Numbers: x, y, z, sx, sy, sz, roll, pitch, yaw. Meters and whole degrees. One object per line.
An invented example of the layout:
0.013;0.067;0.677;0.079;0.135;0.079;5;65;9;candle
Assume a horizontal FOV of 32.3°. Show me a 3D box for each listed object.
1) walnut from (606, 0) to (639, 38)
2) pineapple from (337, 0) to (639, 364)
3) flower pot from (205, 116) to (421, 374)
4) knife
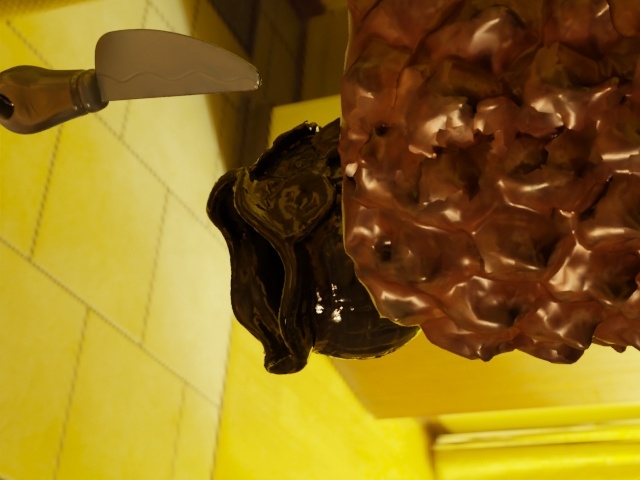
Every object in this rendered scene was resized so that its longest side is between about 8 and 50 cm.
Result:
0.115;-0.109;0.264;0.143;0.069;0.170;176;-99;-72;walnut
0.195;-0.055;0.458;0.223;0.357;0.223;0;90;-67;pineapple
0.000;0.000;1.319;0.302;0.213;0.302;162;-90;-73;flower pot
-0.195;-0.157;1.045;0.044;0.331;0.080;-35;114;-52;knife
